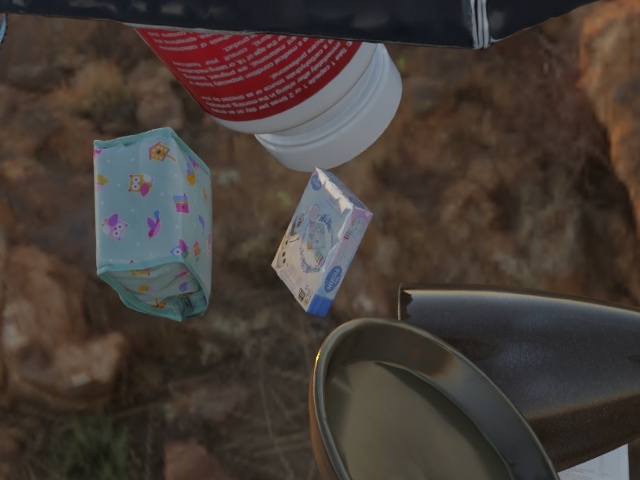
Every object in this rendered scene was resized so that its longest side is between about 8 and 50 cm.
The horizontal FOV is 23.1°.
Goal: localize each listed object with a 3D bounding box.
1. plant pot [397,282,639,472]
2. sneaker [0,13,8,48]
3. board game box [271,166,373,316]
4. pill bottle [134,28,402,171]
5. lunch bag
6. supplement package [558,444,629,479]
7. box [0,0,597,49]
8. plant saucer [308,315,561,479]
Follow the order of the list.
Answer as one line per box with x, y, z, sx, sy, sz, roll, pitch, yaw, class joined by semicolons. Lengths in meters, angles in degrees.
0.201;0.132;1.463;0.230;0.215;0.215;-7;41;7;plant pot
-0.511;-0.240;1.941;0.262;0.125;0.104;-34;46;-10;sneaker
0.000;0.000;1.206;0.020;0.090;0.090;16;16;-26;board game box
-0.079;-0.259;1.623;0.229;0.407;0.229;-19;47;21;pill bottle
-0.236;-0.016;2.326;0.160;0.262;0.223;-9;70;10;lunch bag
0.252;0.201;1.757;0.139;0.134;0.244;15;62;-24;supplement package
-0.026;-0.400;1.050;0.480;0.471;0.297;10;25;36;box
0.093;0.183;1.238;0.041;0.278;0.278;-43;30;29;plant saucer
